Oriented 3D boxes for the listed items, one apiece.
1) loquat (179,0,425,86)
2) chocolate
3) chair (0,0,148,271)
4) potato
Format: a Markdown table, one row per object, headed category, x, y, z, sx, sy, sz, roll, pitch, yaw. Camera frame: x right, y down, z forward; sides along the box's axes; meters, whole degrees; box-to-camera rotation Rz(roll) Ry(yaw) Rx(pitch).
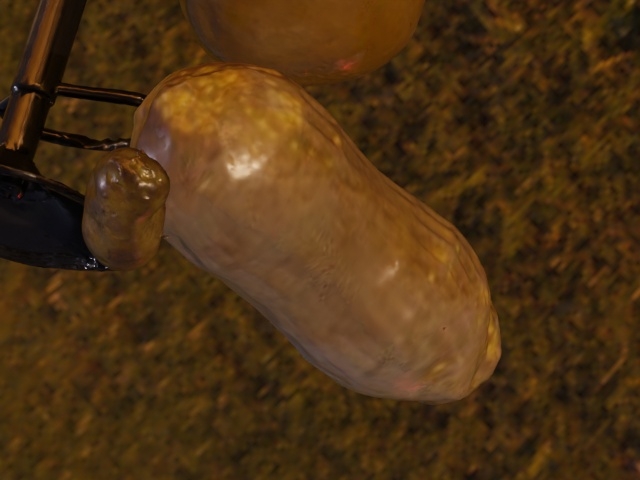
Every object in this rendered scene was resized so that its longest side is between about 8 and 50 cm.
| category | x | y | z | sx | sy | sz | roll | pitch | yaw |
| --- | --- | --- | --- | --- | --- | --- | --- | --- | --- |
| loquat | -0.013 | -0.287 | 1.771 | 0.275 | 0.275 | 0.275 | 29 | 141 | 26 |
| chocolate | 0.000 | 0.000 | 1.053 | 0.134 | 0.134 | 0.309 | -2 | 145 | 49 |
| chair | -0.191 | -0.200 | 1.279 | 0.226 | 0.401 | 0.226 | 12 | 163 | 4 |
| potato | -0.105 | -0.019 | 0.904 | 0.092 | 0.045 | 0.046 | 107 | 155 | -54 |
